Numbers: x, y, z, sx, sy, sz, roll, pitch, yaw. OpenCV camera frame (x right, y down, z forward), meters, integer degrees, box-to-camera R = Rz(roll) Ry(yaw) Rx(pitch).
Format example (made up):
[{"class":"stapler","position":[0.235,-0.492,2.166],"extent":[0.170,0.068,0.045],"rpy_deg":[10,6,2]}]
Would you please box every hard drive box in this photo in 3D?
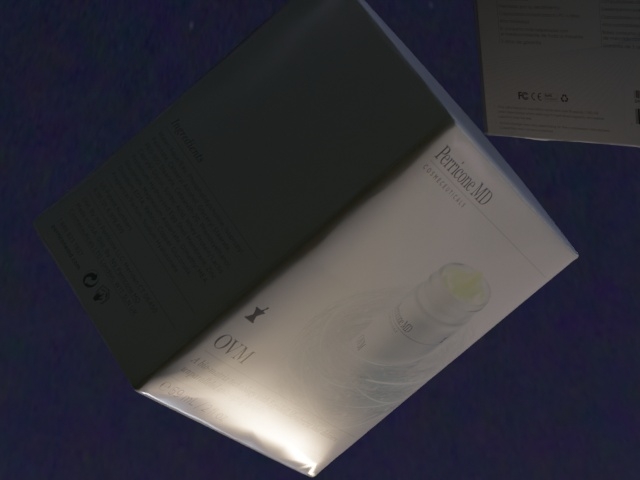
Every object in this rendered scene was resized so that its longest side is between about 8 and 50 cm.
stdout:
[{"class":"hard drive box","position":[0.201,-0.189,1.165],"extent":[0.181,0.089,0.232],"rpy_deg":[8,-65,34]}]

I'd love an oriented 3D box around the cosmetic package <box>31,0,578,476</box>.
[{"class":"cosmetic package","position":[0.000,0.000,0.979],"extent":[0.225,0.138,0.224],"rpy_deg":[-42,-31,7]}]
